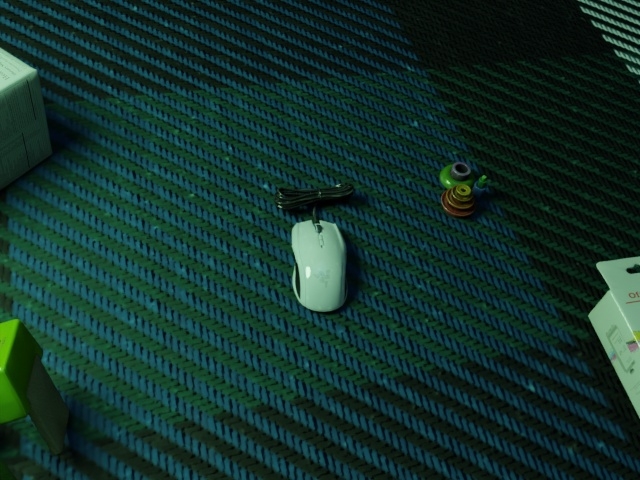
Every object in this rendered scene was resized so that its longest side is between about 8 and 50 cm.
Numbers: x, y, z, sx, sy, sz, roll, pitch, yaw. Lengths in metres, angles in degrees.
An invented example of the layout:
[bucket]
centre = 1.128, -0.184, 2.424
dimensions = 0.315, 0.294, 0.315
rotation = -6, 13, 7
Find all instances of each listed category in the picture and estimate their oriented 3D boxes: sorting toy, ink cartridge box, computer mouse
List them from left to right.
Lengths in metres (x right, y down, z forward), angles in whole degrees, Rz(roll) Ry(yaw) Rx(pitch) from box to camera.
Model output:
[computer mouse]
centre = 0.000, 0.000, 0.944
dimensions = 0.106, 0.042, 0.192
rotation = 0, 52, -10
[sorting toy]
centre = 0.198, -0.077, 1.037
dimensions = 0.061, 0.042, 0.101
rotation = 9, 51, -2
[ink cartridge box]
centre = 0.406, 0.116, 0.903
dimensions = 0.115, 0.067, 0.198
rotation = -6, 55, -14

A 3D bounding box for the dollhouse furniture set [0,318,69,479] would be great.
[dollhouse furniture set]
centre = -0.401, 0.220, 0.694
dimensions = 0.302, 0.151, 0.197
rotation = -16, 33, 0

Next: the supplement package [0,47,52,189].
[supplement package]
centre = -0.478, -0.147, 0.914
dimensions = 0.194, 0.149, 0.203
rotation = 31, 53, 15
